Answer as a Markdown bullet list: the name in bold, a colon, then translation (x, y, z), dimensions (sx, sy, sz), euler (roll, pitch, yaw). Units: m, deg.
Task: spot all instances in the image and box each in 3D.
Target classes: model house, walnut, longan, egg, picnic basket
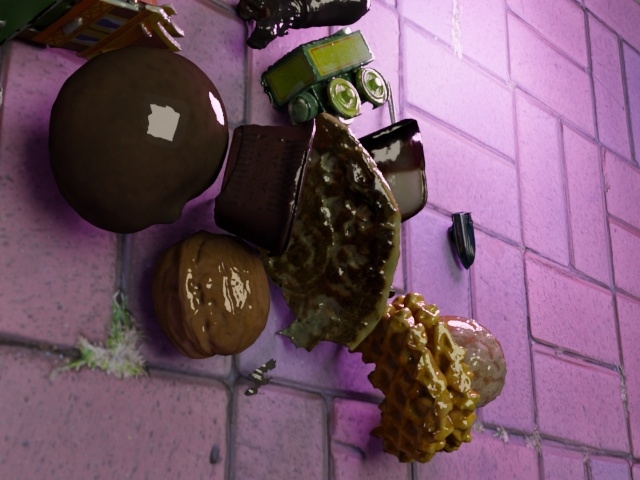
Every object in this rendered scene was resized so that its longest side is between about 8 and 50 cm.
- **model house**: translation (-0.308, -0.439, 1.483), dimensions (0.312, 0.357, 0.243), euler (4, 72, -45)
- **walnut**: translation (-0.181, 0.086, 1.560), dimensions (0.213, 0.213, 0.213), euler (19, 63, -43)
- **longan**: translation (-0.286, -0.157, 1.467), dimensions (0.297, 0.297, 0.298), euler (19, 63, -43)
- **egg**: translation (0.284, 0.258, 2.013), dimensions (0.245, 0.203, 0.203), euler (33, 53, -27)
- **picnic basket**: translation (-0.096, -0.093, 1.553), dimensions (0.129, 0.297, 0.223), euler (15, 83, -4)

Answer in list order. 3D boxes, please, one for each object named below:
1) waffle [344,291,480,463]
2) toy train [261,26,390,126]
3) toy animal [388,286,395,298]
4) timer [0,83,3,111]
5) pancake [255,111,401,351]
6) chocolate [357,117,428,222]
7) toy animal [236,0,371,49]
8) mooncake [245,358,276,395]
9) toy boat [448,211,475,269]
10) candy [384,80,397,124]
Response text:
- **waffle**: translation (0.173, 0.272, 1.832), dimensions (0.151, 0.261, 0.324), euler (-21, 92, -27)
- **toy train**: translation (0.018, -0.324, 1.961), dimensions (0.271, 0.159, 0.188), euler (-29, 92, -48)
- **toy animal**: translation (0.050, 0.099, 1.909), dimensions (0.202, 0.070, 0.105), euler (-7, 38, -41)
- **timer**: translation (-0.562, -0.238, 1.354), dimensions (0.208, 0.069, 0.191), euler (-24, 97, -50)
- **pancake**: translation (0.005, -0.003, 1.752), dimensions (0.067, 0.304, 0.427), euler (-53, 120, -77)
- **chocolate**: translation (0.100, -0.114, 1.892), dimensions (0.283, 0.283, 0.186), euler (-32, 101, -48)
- **toy animal**: translation (-0.048, -0.489, 1.954), dimensions (0.343, 0.106, 0.168), euler (-26, 64, -35)
- **mooncake**: translation (-0.100, 0.390, 1.658), dimensions (0.150, 0.057, 0.347), euler (-14, 93, -62)
- **toy boat**: translation (0.345, 0.001, 2.278), dimensions (0.055, 0.060, 0.141), euler (-9, 90, -49)
- **candy**: translation (0.170, -0.230, 2.166), dimensions (0.097, 0.097, 0.324), euler (22, 52, -42)
